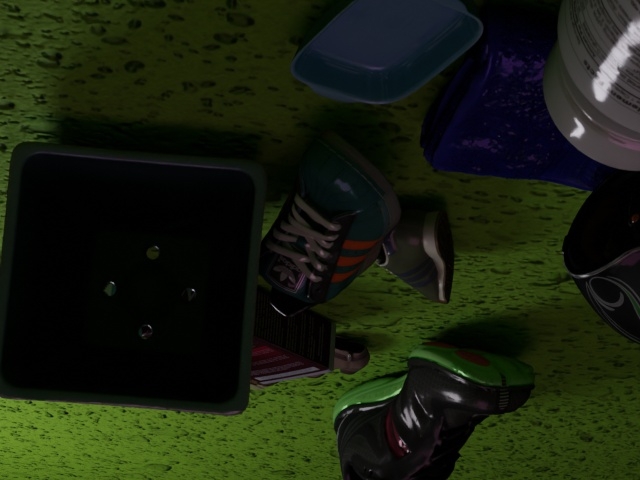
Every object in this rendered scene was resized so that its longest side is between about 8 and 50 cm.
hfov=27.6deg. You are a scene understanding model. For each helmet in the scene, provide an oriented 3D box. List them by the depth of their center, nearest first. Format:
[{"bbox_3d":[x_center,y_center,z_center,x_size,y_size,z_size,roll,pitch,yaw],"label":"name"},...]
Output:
[{"bbox_3d":[0.311,0.018,1.123,0.161,0.169,0.169,32,148,-17],"label":"helmet"}]

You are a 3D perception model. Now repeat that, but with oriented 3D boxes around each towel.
[{"bbox_3d":[0.257,-0.102,1.139,0.308,0.076,0.227,7,157,-7],"label":"towel"}]

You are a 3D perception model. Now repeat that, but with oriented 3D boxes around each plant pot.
[{"bbox_3d":[-0.190,0.046,1.365,0.248,0.247,0.252,5,175,-3],"label":"plant pot"}]

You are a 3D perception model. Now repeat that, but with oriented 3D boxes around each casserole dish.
[{"bbox_3d":[0.052,-0.169,1.066,0.114,0.037,0.188,15,153,-24],"label":"casserole dish"}]

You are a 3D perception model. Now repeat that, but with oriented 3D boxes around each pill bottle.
[{"bbox_3d":[0.256,-0.167,0.883,0.160,0.160,0.283,6,157,-6],"label":"pill bottle"}]

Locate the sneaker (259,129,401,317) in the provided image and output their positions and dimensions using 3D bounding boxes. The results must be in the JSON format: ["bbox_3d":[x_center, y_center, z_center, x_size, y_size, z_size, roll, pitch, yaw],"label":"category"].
[{"bbox_3d":[0.000,0.000,1.318,0.108,0.121,0.302,39,162,14],"label":"sneaker"}]

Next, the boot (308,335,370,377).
[{"bbox_3d":[0.010,0.160,1.838,0.118,0.042,0.087,4,150,-3],"label":"boot"}]

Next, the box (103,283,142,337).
[{"bbox_3d":[-0.330,0.090,1.641,0.244,0.100,0.060,-13,151,32],"label":"box"}]

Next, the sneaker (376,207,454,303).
[{"bbox_3d":[0.101,0.013,1.456,0.086,0.064,0.192,6,157,13],"label":"sneaker"}]

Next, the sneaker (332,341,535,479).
[{"bbox_3d":[0.162,0.277,1.872,0.185,0.202,0.483,10,156,-17],"label":"sneaker"}]

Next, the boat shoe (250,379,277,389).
[{"bbox_3d":[-0.104,0.187,1.904,0.045,0.050,0.135,-13,162,27],"label":"boat shoe"}]

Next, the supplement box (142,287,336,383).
[{"bbox_3d":[-0.103,0.117,1.703,0.130,0.073,0.239,-14,152,36],"label":"supplement box"}]
